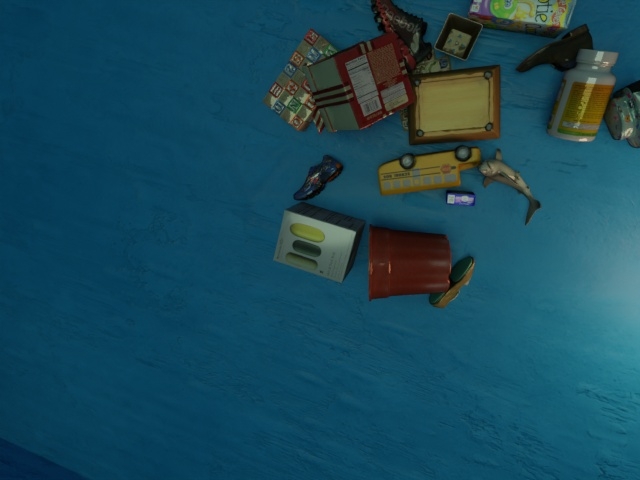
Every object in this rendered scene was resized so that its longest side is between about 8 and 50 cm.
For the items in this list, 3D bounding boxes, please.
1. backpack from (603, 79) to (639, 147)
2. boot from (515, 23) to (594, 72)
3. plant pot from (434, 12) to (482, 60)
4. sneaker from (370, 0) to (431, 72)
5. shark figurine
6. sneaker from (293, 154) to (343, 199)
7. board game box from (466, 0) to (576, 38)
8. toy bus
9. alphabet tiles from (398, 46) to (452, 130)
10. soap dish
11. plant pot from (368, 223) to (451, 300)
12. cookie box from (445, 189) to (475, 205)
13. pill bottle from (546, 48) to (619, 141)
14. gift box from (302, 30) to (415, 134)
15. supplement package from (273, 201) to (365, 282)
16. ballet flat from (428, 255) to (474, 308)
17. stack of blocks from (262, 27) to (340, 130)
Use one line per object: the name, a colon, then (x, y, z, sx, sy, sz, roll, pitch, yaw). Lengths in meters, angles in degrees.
backpack: (0.923, -0.360, 1.247, 0.145, 0.166, 0.188, -27, 92, 21)
boot: (0.719, -0.549, 1.303, 0.219, 0.082, 0.106, -28, 92, 18)
plant pot: (0.432, -0.632, 1.353, 0.109, 0.096, 0.109, 26, 107, 8)
sneaker: (0.266, -0.692, 1.386, 0.135, 0.098, 0.275, -30, 91, 13)
shark figurine: (0.610, -0.186, 1.428, 0.278, 0.166, 0.116, 35, 136, -13)
sneaker: (-0.019, -0.228, 1.591, 0.221, 0.083, 0.087, -40, 77, 15)
board game box: (0.591, -0.705, 1.267, 0.276, 0.144, 0.141, 15, 107, 12)
toy bus: (0.367, -0.240, 1.457, 0.333, 0.108, 0.130, -6, 102, 16)
alphabet tiles: (0.351, -0.514, 1.451, 0.199, 0.009, 0.236, -13, 99, 18)
soap dish: (0.426, -0.433, 1.382, 0.291, 0.118, 0.228, -1, 103, 17)
plant pot: (0.301, 0.077, 1.484, 0.266, 0.272, 0.272, 0, 103, 7)
cookie box: (0.472, -0.144, 1.452, 0.092, 0.107, 0.040, 5, 103, 13)
pill bottle: (0.775, -0.427, 1.263, 0.137, 0.136, 0.245, 12, 118, 12)
gift box: (0.109, -0.469, 1.358, 0.255, 0.258, 0.276, -26, 113, -17)
supplement package: (0.000, 0.000, 1.566, 0.263, 0.198, 0.199, 18, 107, 11)
ballet flat: (0.487, 0.154, 1.548, 0.073, 0.080, 0.232, 28, 114, -22)
stack of blocks: (-0.045, -0.555, 1.506, 0.171, 0.087, 0.297, 40, 109, 3)
